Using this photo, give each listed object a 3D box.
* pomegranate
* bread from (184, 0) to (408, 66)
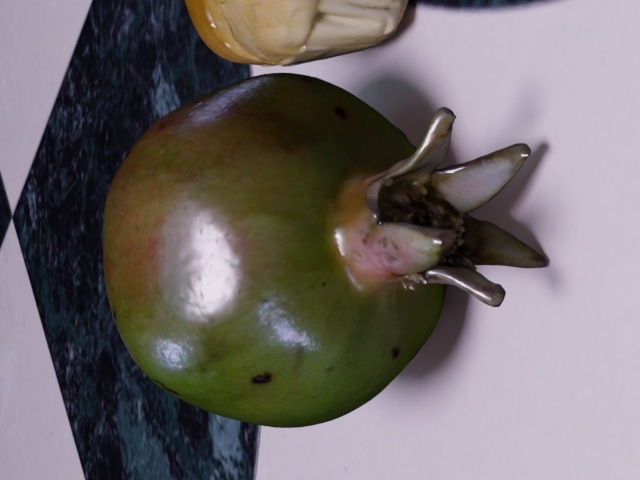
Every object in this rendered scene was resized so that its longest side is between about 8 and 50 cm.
[{"bbox_3d":[0.000,0.000,0.882,0.224,0.181,0.181,-16,78,45],"label":"pomegranate"},{"bbox_3d":[-0.019,-0.210,0.950,0.140,0.106,0.236,-169,78,-64],"label":"bread"}]
